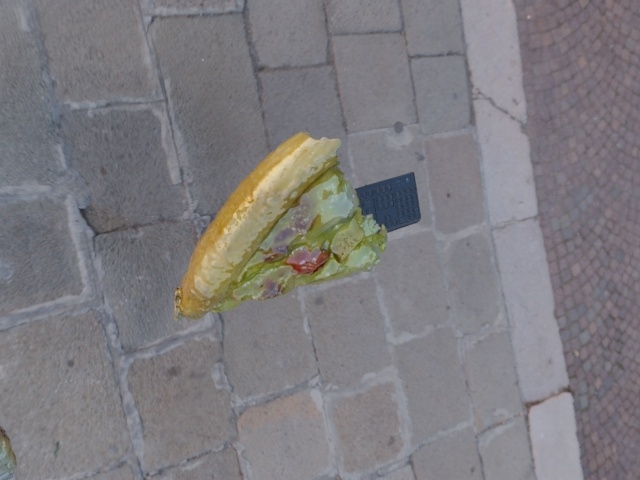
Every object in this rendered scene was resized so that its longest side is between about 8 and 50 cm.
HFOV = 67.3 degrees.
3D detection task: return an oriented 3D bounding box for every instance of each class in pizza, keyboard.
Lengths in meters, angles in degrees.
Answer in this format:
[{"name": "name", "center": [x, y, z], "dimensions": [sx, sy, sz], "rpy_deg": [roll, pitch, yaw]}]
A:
[{"name": "pizza", "center": [0.000, 0.000, 0.563], "dimensions": [0.287, 0.075, 0.280], "rpy_deg": [2, 134, -43]}, {"name": "keyboard", "center": [0.006, -0.026, 0.783], "dimensions": [0.381, 0.041, 0.104], "rpy_deg": [-17, 105, -18]}]

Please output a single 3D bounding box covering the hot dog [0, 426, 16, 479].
[{"name": "hot dog", "center": [-0.451, 0.227, 0.591], "dimensions": [0.144, 0.268, 0.075], "rpy_deg": [41, 53, 17]}]
